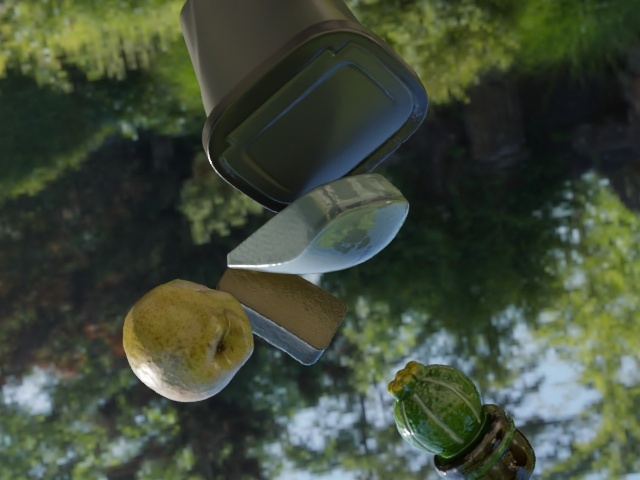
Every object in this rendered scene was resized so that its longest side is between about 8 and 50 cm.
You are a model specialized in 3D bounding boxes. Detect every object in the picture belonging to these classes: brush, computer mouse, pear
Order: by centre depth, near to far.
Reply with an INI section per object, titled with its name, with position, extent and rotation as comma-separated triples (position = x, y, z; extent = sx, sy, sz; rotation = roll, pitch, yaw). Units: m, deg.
[computer mouse]
position = 0.000, 0.000, 1.363
extent = 0.128, 0.079, 0.231
rotation = -10, 167, -34
[pear]
position = -0.173, 0.130, 1.743
extent = 0.178, 0.178, 0.178
rotation = -10, -174, 1
[brush]
position = -0.067, 0.105, 2.060
extent = 0.197, 0.059, 0.123
rotation = 29, -142, 2

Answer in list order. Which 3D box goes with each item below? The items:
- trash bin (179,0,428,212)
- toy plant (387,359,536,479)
[trash bin]
position = -0.035, -0.191, 1.454
extent = 0.220, 0.219, 0.250
rotation = -38, -136, 12
[toy plant]
position = 0.134, 0.185, 1.290
extent = 0.093, 0.162, 0.093
rotation = -45, -168, 12
